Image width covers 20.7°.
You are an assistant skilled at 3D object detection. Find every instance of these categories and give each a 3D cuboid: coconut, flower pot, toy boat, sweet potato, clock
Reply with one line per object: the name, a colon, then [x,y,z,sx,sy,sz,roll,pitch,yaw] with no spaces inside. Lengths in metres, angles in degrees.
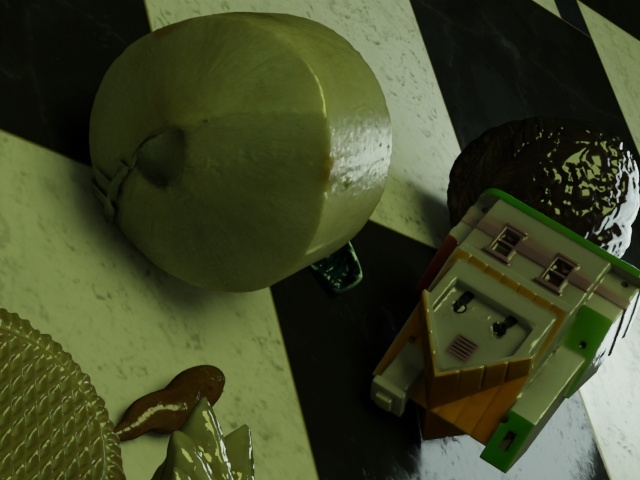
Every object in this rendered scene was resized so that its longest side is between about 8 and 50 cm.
coconut: [-0.084,-0.098,1.853,0.323,0.323,0.323,37,33,-29]
flower pot: [0.306,0.011,2.367,0.267,0.267,0.267,30,48,-37]
toy boat: [0.000,0.000,2.102,0.137,0.060,0.061,60,7,2]
sweet potato: [-0.149,0.165,1.717,0.195,0.056,0.056,-22,78,-55]
clock: [0.204,0.123,2.095,0.235,0.166,0.309,32,58,18]

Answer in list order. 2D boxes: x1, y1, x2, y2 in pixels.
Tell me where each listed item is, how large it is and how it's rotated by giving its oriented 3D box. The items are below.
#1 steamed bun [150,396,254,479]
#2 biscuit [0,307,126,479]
steamed bun: [-0.107,0.288,1.417,0.428,0.189,0.247,53,20,-36]
biscuit: [-0.267,0.173,1.495,0.259,0.079,0.259,37,34,-30]
